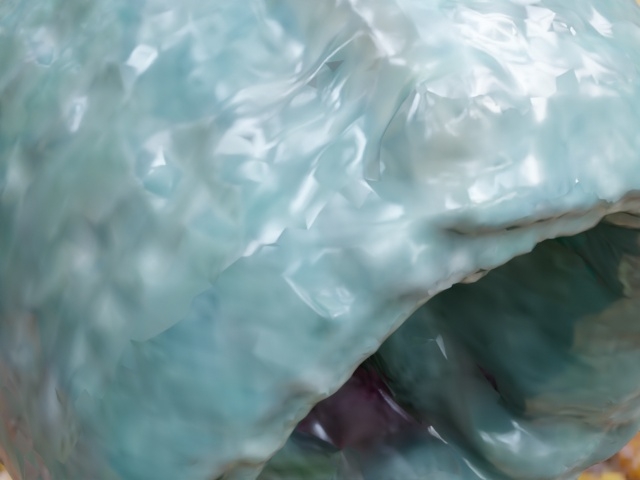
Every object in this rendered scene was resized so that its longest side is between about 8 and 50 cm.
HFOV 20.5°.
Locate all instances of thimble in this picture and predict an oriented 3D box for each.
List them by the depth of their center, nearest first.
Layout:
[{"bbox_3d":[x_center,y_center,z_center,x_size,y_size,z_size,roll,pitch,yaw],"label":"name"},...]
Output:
[{"bbox_3d":[0.000,0.000,0.464,0.198,0.235,0.143,-20,57,-27],"label":"thimble"}]
